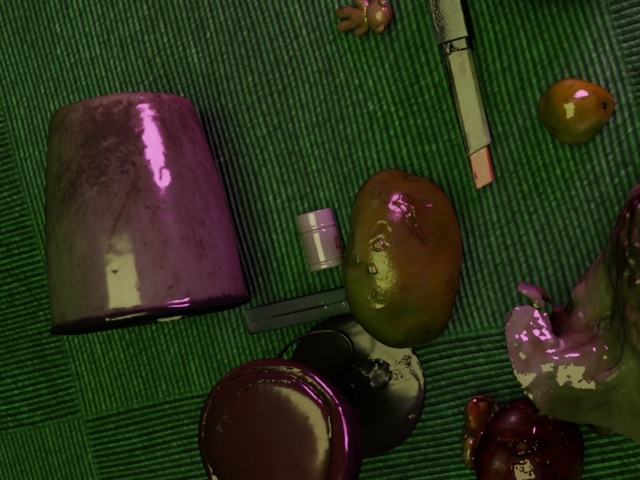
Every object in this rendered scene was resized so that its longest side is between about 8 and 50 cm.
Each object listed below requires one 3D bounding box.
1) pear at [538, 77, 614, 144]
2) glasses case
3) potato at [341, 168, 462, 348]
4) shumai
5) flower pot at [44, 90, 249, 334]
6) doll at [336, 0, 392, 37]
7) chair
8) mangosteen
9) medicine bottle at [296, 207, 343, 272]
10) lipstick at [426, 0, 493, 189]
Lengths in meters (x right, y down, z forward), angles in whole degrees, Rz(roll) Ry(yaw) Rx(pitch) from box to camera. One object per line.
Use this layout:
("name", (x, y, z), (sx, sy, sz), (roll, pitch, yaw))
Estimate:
("pear", (0.345, -0.178, 1.239), (0.097, 0.092, 0.092), (-20, 88, 20))
("glasses case", (-0.020, 0.103, 1.394), (0.184, 0.078, 0.039), (-14, 89, 20))
("potato", (0.115, 0.025, 1.286), (0.149, 0.186, 0.253), (-9, 95, 35))
("shumai", (0.422, 0.106, 1.141), (0.348, 0.395, 0.395), (-23, 87, 40))
("flower pot", (-0.271, -0.038, 1.377), (0.294, 0.293, 0.330), (-10, 84, 20))
("doll", (0.062, -0.329, 1.345), (0.093, 0.051, 0.061), (1, 101, 21))
("chair", (-0.010, 0.241, 1.233), (0.227, 0.401, 0.226), (2, 96, 19))
("mangosteen", (0.273, 0.297, 1.275), (0.180, 0.166, 0.166), (21, 102, 43))
("medicine bottle", (0.000, 0.000, 1.390), (0.057, 0.057, 0.089), (-15, 90, 20))
("lipstick", (0.205, -0.228, 1.306), (0.051, 0.051, 0.312), (-13, 92, 19))
